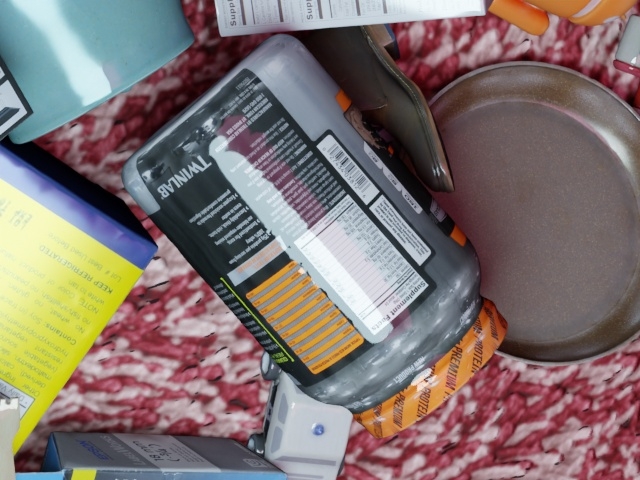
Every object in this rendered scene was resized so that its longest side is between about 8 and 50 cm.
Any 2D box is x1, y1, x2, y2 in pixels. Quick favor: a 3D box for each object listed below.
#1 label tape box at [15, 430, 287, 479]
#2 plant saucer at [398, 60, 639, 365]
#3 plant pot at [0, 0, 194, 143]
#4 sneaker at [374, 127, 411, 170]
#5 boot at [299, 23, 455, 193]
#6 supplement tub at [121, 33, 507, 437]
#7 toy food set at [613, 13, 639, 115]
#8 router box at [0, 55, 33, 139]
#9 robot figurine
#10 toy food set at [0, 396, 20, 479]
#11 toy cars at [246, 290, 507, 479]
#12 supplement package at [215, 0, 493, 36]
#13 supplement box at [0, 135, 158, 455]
[{"bbox_3d":[-0.216,0.309,1.717,0.334,0.106,0.240,8,103,-41],"label":"label tape box"},{"bbox_3d":[0.213,-0.025,1.790,0.311,0.050,0.310,4,77,-16],"label":"plant saucer"},{"bbox_3d":[-0.242,-0.232,1.513,0.272,0.271,0.255,-32,101,-6],"label":"plant pot"},{"bbox_3d":[0.001,-0.020,1.768,0.224,0.083,0.098,-40,116,-4],"label":"sneaker"},{"bbox_3d":[0.047,-0.122,1.717,0.106,0.082,0.219,-25,67,1],"label":"boot"},{"bbox_3d":[0.000,0.000,1.611,0.207,0.207,0.338,-41,97,-3],"label":"supplement tub"},{"bbox_3d":[0.367,-0.152,1.814,0.232,0.111,0.104,10,104,-51],"label":"toy food set"},{"bbox_3d":[-0.390,-0.187,1.425,0.081,0.309,0.243,-44,124,-27],"label":"router box"},{"bbox_3d":[0.230,-0.287,1.737,0.219,0.128,0.158,21,83,-20],"label":"robot figurine"},{"bbox_3d":[-0.353,0.189,1.530,0.192,0.038,0.132,-3,107,-14],"label":"toy food set"},{"bbox_3d":[0.070,0.115,1.819,0.394,0.087,0.176,-40,111,-3],"label":"toy cars"},{"bbox_3d":[0.031,-0.271,1.629,0.244,0.139,0.134,-3,107,13],"label":"supplement package"},{"bbox_3d":[-0.340,0.077,1.631,0.194,0.195,0.356,35,92,-21],"label":"supplement box"}]
